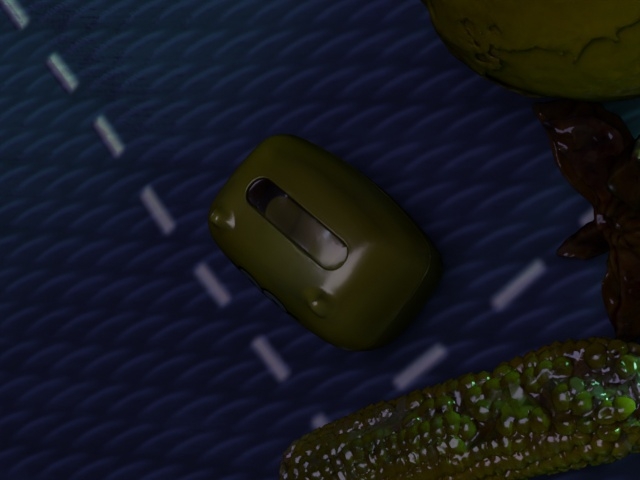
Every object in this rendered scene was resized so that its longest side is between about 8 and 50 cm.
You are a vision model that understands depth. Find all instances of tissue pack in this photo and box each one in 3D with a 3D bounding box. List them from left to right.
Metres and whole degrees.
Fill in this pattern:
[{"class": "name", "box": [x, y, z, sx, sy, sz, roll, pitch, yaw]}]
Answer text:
[{"class": "tissue pack", "box": [0.000, 0.000, 1.226, 0.178, 0.127, 0.123, 41, 97, 23]}]

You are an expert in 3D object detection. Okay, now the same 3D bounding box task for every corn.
[{"class": "corn", "box": [0.116, 0.145, 1.173, 0.320, 0.097, 0.097, -19, 75, 21]}]

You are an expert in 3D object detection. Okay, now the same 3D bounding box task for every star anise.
[{"class": "star anise", "box": [0.237, -0.022, 1.117, 0.111, 0.196, 0.212, -21, 87, -9]}]

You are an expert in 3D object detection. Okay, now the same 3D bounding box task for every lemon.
[{"class": "lemon", "box": [0.198, -0.232, 1.088, 0.297, 0.297, 0.297, -4, 81, 23]}]
